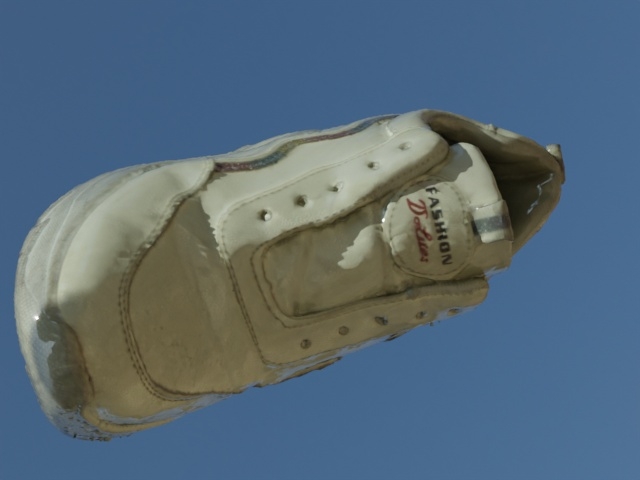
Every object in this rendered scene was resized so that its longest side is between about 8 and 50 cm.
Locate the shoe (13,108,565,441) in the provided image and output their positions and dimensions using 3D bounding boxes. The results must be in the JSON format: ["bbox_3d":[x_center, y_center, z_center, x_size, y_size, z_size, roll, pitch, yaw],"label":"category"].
[{"bbox_3d":[0.000,0.000,0.837,0.342,0.210,0.132,-26,-77,-54],"label":"shoe"}]
